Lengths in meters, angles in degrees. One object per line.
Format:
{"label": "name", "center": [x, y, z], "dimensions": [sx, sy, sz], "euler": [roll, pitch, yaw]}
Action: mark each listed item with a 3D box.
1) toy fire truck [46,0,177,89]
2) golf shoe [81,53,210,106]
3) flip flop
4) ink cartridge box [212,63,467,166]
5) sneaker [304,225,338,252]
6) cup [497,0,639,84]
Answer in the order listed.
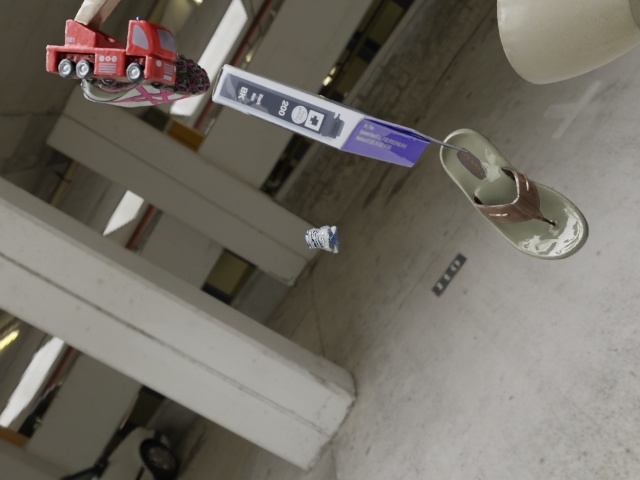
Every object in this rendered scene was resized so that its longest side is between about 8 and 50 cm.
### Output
{"label": "toy fire truck", "center": [-0.237, -0.236, 0.639], "dimensions": [0.047, 0.192, 0.135], "euler": [-13, -70, -70]}
{"label": "golf shoe", "center": [-0.258, -0.235, 0.896], "dimensions": [0.086, 0.186, 0.068], "euler": [-27, 72, 55]}
{"label": "flip flop", "center": [0.291, -0.075, 0.948], "dimensions": [0.112, 0.277, 0.080], "euler": [-49, -20, 21]}
{"label": "ink cartridge box", "center": [0.030, -0.118, 0.631], "dimensions": [0.206, 0.208, 0.045], "euler": [-5, -63, -63]}
{"label": "sneaker", "center": [0.000, 0.000, 1.164], "dimensions": [0.135, 0.058, 0.052], "euler": [-173, 77, -79]}
{"label": "cup", "center": [0.567, -0.500, 1.258], "dimensions": [0.237, 0.331, 0.331], "euler": [16, 73, 52]}
